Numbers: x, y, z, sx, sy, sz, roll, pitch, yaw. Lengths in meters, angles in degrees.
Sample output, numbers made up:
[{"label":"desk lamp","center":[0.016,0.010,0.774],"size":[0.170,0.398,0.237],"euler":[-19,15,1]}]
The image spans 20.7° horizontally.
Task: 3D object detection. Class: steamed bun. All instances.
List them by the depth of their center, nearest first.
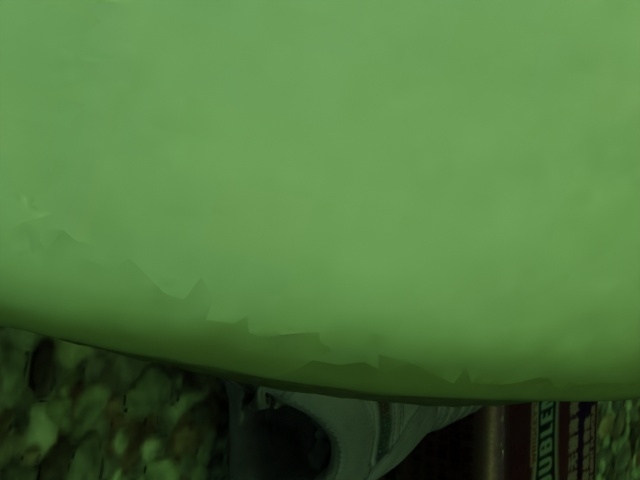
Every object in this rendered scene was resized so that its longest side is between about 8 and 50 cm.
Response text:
[{"label":"steamed bun","center":[0.048,-0.135,0.448],"size":[0.455,0.290,0.371],"euler":[-1,101,-31]}]

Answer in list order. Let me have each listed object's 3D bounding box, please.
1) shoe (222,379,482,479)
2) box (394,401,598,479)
[{"label":"shoe","center":[0.000,0.000,0.675],"size":[0.137,0.095,0.245],"euler":[-44,135,-36]},{"label":"box","center":[0.086,0.053,0.838],"size":[0.120,0.069,0.224],"euler":[-19,113,-53]}]
